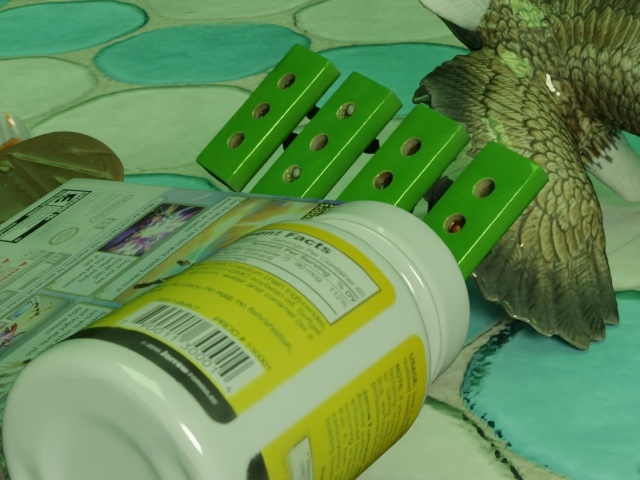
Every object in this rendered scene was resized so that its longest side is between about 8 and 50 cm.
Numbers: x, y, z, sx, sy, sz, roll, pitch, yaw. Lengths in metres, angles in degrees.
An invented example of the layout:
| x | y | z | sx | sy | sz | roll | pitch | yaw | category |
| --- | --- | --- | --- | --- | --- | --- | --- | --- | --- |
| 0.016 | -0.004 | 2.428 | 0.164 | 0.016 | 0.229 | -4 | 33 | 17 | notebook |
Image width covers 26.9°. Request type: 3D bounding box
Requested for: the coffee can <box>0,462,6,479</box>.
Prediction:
| x | y | z | sx | sy | sz | roll | pitch | yaw | category |
| --- | --- | --- | --- | --- | --- | --- | --- | --- | --- |
| -0.287 | 0.132 | 0.504 | 0.201 | 0.201 | 0.275 | 16 | 32 | 37 | coffee can |

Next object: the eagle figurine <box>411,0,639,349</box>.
| x | y | z | sx | sy | sz | roll | pitch | yaw | category |
| --- | --- | --- | --- | --- | --- | --- | --- | --- | --- |
| 0.177 | -0.084 | 0.909 | 0.225 | 0.226 | 0.298 | 12 | 17 | -13 | eagle figurine |

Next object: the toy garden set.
| x | y | z | sx | sy | sz | roll | pitch | yaw | category |
| --- | --- | --- | --- | --- | --- | --- | --- | --- | --- |
| 0.000 | 0.000 | 0.835 | 0.204 | 0.049 | 0.244 | -50 | 43 | -5 | toy garden set |

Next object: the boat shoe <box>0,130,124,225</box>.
| x | y | z | sx | sy | sz | roll | pitch | yaw | category |
| --- | --- | --- | --- | --- | --- | --- | --- | --- | --- |
| -0.256 | 0.020 | 0.893 | 0.285 | 0.089 | 0.104 | -24 | 57 | -30 | boat shoe |

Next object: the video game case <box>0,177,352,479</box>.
| x | y | z | sx | sy | sz | roll | pitch | yaw | category |
| --- | --- | --- | --- | --- | --- | --- | --- | --- | --- |
| -0.143 | 0.058 | 0.734 | 0.244 | 0.061 | 0.269 | 6 | 34 | 41 | video game case |

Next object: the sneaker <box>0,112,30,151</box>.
| x | y | z | sx | sy | sz | roll | pitch | yaw | category |
| --- | --- | --- | --- | --- | --- | --- | --- | --- | --- |
| -0.302 | -0.031 | 1.008 | 0.083 | 0.084 | 0.215 | -7 | 18 | 27 | sneaker |

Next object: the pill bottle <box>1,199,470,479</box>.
| x | y | z | sx | sy | sz | roll | pitch | yaw | category |
| --- | --- | --- | --- | --- | --- | --- | --- | --- | --- |
| -0.025 | 0.061 | 0.586 | 0.119 | 0.119 | 0.208 | 12 | 26 | 32 | pill bottle |
